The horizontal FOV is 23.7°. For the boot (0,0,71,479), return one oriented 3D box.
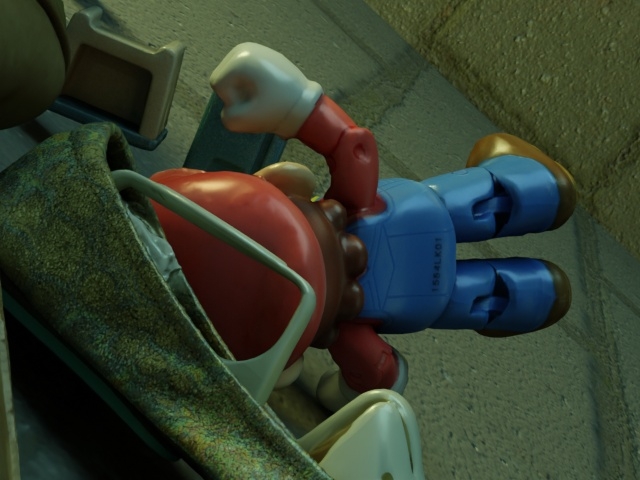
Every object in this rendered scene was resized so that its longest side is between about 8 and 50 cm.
[{"bbox_3d":[-0.148,-0.005,0.576,0.236,0.089,0.270,55,21,-65],"label":"boot"}]

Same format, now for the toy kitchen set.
[{"bbox_3d":[-0.133,-0.059,0.898,0.207,0.122,0.166,23,15,0],"label":"toy kitchen set"}]

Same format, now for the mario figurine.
[{"bbox_3d":[0.000,0.000,0.913,0.320,0.170,0.198,-3,64,-41],"label":"mario figurine"}]

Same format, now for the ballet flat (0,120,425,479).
[{"bbox_3d":[-0.026,0.080,0.691,0.348,0.123,0.123,47,14,13],"label":"ballet flat"}]
